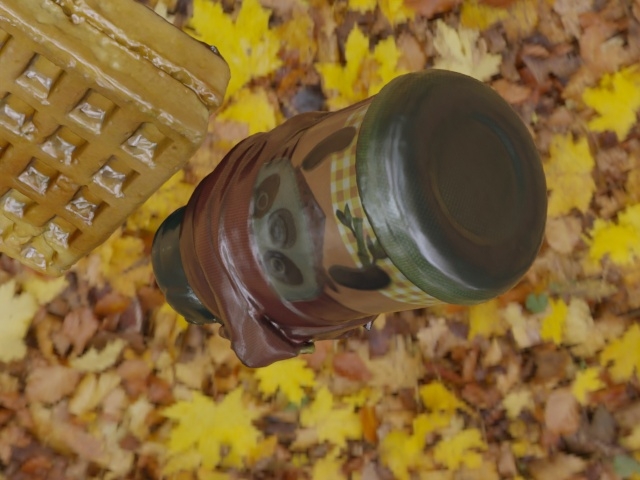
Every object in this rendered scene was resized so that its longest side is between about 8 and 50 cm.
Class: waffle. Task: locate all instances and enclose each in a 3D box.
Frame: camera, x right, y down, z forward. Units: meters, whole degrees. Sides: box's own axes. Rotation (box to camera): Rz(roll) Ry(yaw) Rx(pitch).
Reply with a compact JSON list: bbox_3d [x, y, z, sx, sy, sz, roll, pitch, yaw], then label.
[{"bbox_3d":[-0.240,-0.096,1.097,0.224,0.098,0.328,34,140,-17],"label":"waffle"}]

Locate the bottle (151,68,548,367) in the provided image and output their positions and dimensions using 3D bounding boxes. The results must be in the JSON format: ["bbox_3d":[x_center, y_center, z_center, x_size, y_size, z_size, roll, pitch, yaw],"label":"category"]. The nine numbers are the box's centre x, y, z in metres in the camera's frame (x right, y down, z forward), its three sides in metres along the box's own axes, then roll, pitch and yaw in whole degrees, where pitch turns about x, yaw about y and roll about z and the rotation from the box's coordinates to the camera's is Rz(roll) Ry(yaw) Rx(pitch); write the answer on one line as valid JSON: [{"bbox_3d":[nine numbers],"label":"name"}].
[{"bbox_3d":[0.000,0.000,0.794,0.143,0.156,0.271,41,145,-26],"label":"bottle"}]
